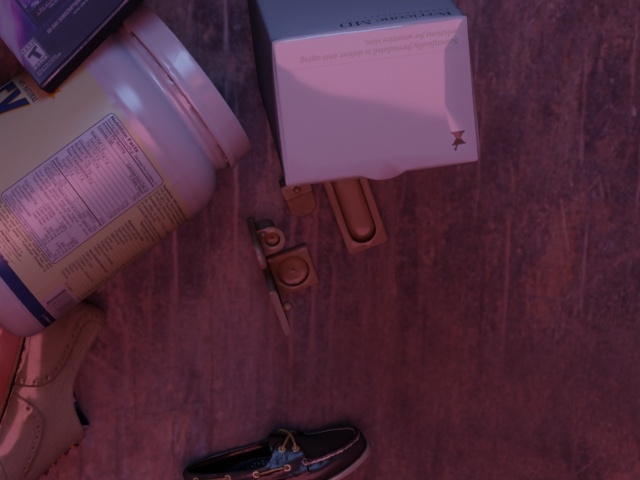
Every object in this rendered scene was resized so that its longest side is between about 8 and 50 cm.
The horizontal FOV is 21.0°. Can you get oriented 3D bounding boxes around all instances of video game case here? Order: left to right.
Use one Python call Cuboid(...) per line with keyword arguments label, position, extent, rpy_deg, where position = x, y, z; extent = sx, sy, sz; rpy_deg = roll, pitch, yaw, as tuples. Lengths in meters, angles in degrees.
Cuboid(label="video game case", position=(-0.286, -0.309, 1.782), extent=(0.196, 0.026, 0.274), rpy_deg=(-44, 64, 7))

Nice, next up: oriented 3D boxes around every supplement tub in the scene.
Cuboid(label="supplement tub", position=(-0.260, -0.078, 1.838), extent=(0.325, 0.235, 0.235), rpy_deg=(-38, 110, -6))

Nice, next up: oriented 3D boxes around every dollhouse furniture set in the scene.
Cuboid(label="dollhouse furniture set", position=(0.000, 0.000, 1.971), extent=(0.151, 0.123, 0.144), rpy_deg=(-20, 110, 0))

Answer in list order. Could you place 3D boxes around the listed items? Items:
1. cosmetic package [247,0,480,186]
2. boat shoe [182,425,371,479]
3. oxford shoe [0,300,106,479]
Cuboid(label="cosmetic package", position=(0.034, -0.189, 1.782), extent=(0.197, 0.365, 0.155), rpy_deg=(-8, 110, -5))
Cuboid(label="boat shoe", position=(-0.053, 0.269, 2.079), extent=(0.228, 0.081, 0.068), rpy_deg=(-21, 114, 3))
Cuboid(label="oxford shoe", position=(-0.347, 0.246, 2.008), extent=(0.146, 0.140, 0.397), rpy_deg=(10, 110, -18))
